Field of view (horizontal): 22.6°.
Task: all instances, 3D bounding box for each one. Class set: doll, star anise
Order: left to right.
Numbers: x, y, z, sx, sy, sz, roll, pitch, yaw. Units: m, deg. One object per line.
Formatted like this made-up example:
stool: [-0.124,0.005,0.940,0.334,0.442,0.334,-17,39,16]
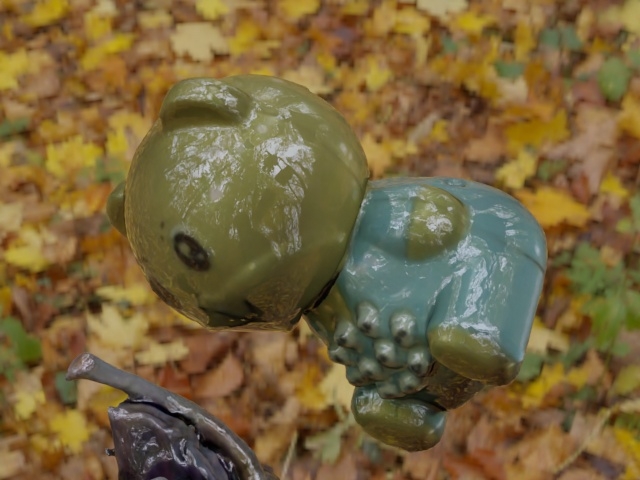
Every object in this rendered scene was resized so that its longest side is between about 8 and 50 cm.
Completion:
star anise: [-0.073,0.178,1.000,0.081,0.262,0.230,-16,14,18]
doll: [0.000,0.000,1.006,0.260,0.177,0.161,25,57,-9]
